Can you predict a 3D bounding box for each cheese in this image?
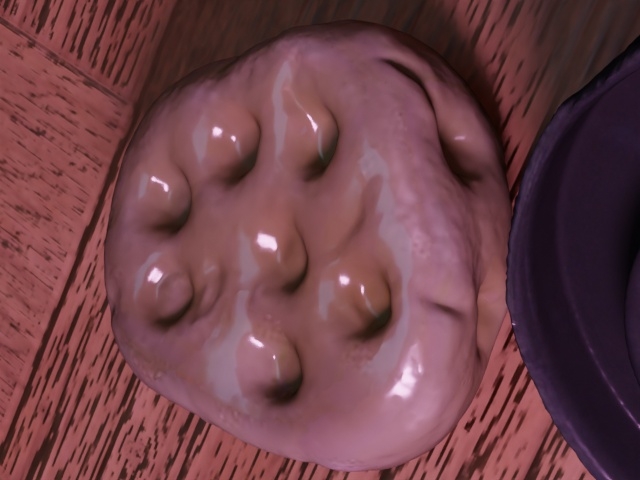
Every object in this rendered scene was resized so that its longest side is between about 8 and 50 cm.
[{"bbox_3d":[0.000,0.000,0.814,0.235,0.117,0.218,49,115,29],"label":"cheese"}]

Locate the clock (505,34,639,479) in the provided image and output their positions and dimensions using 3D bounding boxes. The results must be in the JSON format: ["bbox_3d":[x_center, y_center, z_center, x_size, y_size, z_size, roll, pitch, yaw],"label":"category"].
[{"bbox_3d":[0.216,0.044,0.563,0.325,0.067,0.325,27,144,22],"label":"clock"}]
